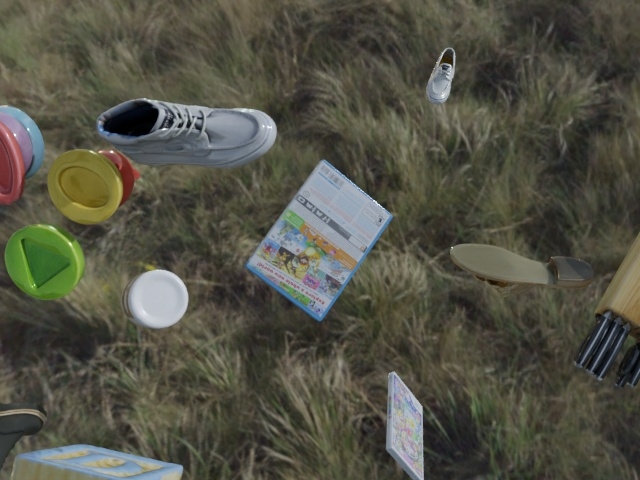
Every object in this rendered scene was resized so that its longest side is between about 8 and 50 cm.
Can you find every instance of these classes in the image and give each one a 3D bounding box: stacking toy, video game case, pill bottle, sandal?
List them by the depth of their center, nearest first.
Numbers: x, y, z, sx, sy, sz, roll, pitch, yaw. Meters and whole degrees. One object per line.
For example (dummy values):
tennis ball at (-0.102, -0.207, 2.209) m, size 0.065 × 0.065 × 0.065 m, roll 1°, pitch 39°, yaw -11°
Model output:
video game case at (0.000, 0.000, 0.878) m, size 0.166 × 0.119 × 0.015 m, roll -55°, pitch 15°, yaw -11°
video game case at (0.114, 0.249, 0.936) m, size 0.011 × 0.087 × 0.122 m, roll -23°, pitch 33°, yaw 24°
stacking toy at (-0.477, -0.069, 1.183) m, size 0.308 × 0.280 × 0.130 m, roll 23°, pitch 20°, yaw 1°
sandal at (0.339, 0.069, 1.208) m, size 0.239 × 0.079 × 0.088 m, roll 6°, pitch 39°, yaw 6°
pill bottle at (-0.395, 0.138, 1.636) m, size 0.131 × 0.131 × 0.229 m, roll -47°, pitch 12°, yaw -20°

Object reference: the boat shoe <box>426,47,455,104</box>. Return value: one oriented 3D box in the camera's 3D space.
boat shoe at (0.181, -0.246, 1.036) m, size 0.035 × 0.035 × 0.100 m, roll 17°, pitch 59°, yaw 8°

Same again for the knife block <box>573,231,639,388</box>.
knife block at (0.506, 0.095, 1.148) m, size 0.242 × 0.088 × 0.276 m, roll -13°, pitch 77°, yaw 2°

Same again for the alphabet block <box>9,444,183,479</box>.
alphabet block at (-0.339, 0.423, 1.029) m, size 0.193 × 0.192 × 0.197 m, roll 7°, pitch 81°, yaw 15°

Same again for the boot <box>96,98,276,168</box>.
boot at (-0.205, -0.163, 1.053) m, size 0.258 × 0.123 × 0.095 m, roll -5°, pitch 79°, yaw 16°

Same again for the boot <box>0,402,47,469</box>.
boot at (-0.443, 0.294, 0.954) m, size 0.076 × 0.198 × 0.137 m, roll -15°, pitch 71°, yaw 10°
